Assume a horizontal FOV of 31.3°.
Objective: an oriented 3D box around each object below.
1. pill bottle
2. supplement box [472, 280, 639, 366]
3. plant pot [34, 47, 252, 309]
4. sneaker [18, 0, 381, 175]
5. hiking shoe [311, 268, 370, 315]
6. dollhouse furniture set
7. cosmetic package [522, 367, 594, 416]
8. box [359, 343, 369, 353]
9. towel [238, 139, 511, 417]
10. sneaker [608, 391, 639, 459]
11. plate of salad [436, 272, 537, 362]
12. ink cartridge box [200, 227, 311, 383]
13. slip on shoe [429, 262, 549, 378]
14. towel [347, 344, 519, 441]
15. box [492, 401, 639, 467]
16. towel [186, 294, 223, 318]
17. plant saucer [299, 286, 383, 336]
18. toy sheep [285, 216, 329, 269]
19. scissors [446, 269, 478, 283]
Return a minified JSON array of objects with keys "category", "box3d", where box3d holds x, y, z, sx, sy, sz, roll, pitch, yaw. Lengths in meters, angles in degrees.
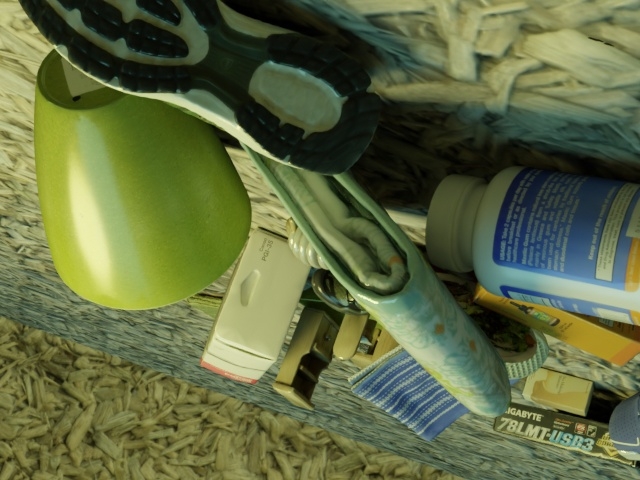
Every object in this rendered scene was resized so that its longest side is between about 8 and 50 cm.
[{"category":"pill bottle","box3d":[0.261,-0.002,1.269,0.272,0.152,0.152,12,161,29]},{"category":"supplement box","box3d":[0.332,0.086,1.558,0.233,0.080,0.078,22,147,-7]},{"category":"plant pot","box3d":[-0.245,-0.108,1.422,0.274,0.275,0.293,15,146,19]},{"category":"sneaker","box3d":[-0.142,-0.198,1.200,0.410,0.158,0.182,31,178,-15]},{"category":"hiking shoe","box3d":[0.100,0.076,1.838,0.226,0.086,0.114,15,153,-5]},{"category":"dollhouse furniture set","box3d":[0.064,0.232,2.029,0.242,0.161,0.212,12,160,27]},{"category":"cosmetic package","box3d":[0.427,0.269,2.047,0.115,0.060,0.041,12,162,23]},{"category":"box","box3d":[0.099,0.211,2.321,0.067,0.018,0.083,6,157,40]},{"category":"towel","box3d":[0.071,0.016,1.367,0.320,0.090,0.374,43,-172,-48]},{"category":"sneaker","box3d":[0.513,0.190,1.587,0.182,0.127,0.315,37,140,-21]},{"category":"plate of salad","box3d":[0.218,0.098,1.598,0.199,0.048,0.200,20,-152,-11]},{"category":"ink cartridge box","box3d":[-0.114,0.122,1.985,0.117,0.207,0.283,22,163,-5]},{"category":"slip on shoe","box3d":[0.211,0.110,1.744,0.331,0.123,0.101,27,-154,-17]},{"category":"towel","box3d":[0.213,0.236,1.959,0.336,0.243,0.040,41,-162,-55]},{"category":"box","box3d":[0.521,0.375,2.147,0.295,0.073,0.293,7,169,41]},{"category":"towel","box3d":[-0.211,0.150,2.489,0.148,0.027,0.110,3,156,42]},{"category":"plant saucer","box3d":[0.078,0.129,2.055,0.188,0.045,0.188,3,155,46]},{"category":"toy sheep","box3d":[0.000,0.000,1.694,0.132,0.091,0.091,32,171,33]},{"category":"scissors","box3d":[0.273,0.075,1.716,0.109,0.021,0.297,2,156,42]}]
